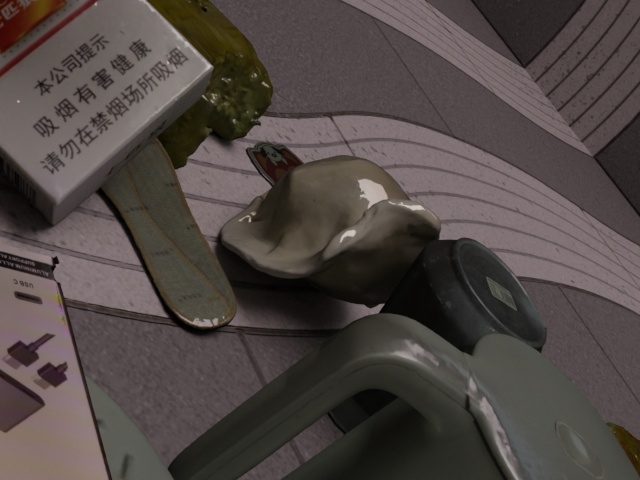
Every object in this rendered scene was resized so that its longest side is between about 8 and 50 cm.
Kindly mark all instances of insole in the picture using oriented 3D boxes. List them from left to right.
[{"bbox_3d":[-0.192,-0.048,1.063,0.119,0.009,0.348,-12,61,-41],"label":"insole"}]

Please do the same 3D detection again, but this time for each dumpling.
[{"bbox_3d":[0.000,0.000,1.173,0.243,0.187,0.318,-17,16,-24],"label":"dumpling"}]

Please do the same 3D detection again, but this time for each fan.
[{"bbox_3d":[-0.016,-0.058,1.385,0.220,0.009,0.132,50,28,11],"label":"fan"}]

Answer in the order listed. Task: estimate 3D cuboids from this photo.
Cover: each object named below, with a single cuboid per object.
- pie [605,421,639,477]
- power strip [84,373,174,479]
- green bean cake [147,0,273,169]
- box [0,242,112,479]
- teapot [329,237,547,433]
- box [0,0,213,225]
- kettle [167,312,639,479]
[{"bbox_3d":[0.482,0.394,1.396,0.296,0.078,0.371,44,24,-5],"label":"pie"},{"bbox_3d":[-0.221,0.194,0.514,0.357,0.161,0.357,35,27,-21],"label":"power strip"},{"bbox_3d":[-0.181,-0.217,1.236,0.233,0.124,0.236,46,25,0],"label":"green bean cake"},{"bbox_3d":[-0.175,0.091,0.512,0.129,0.033,0.247,20,34,-46],"label":"box"},{"bbox_3d":[0.126,0.126,1.077,0.203,0.225,0.171,34,30,-26],"label":"teapot"},{"bbox_3d":[-0.296,-0.204,0.948,0.330,0.095,0.210,45,68,0],"label":"box"},{"bbox_3d":[0.038,0.209,0.695,0.265,0.318,0.205,52,25,4],"label":"kettle"}]
